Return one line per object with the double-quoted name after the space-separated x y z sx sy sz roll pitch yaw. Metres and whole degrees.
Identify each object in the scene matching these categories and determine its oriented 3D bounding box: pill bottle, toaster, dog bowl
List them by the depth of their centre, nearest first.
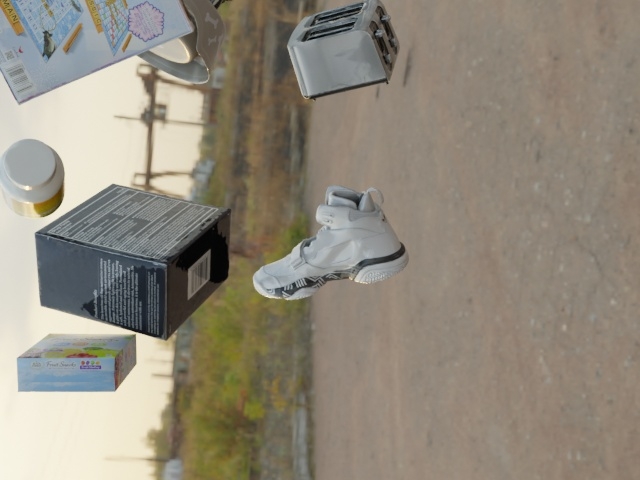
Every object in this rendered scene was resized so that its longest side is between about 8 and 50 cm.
0.037 -0.331 1.570 0.168 0.185 0.110 -69 -36 -55 "toaster"
-0.529 -0.116 1.653 0.208 0.117 0.118 142 134 -71 "pill bottle"
-0.342 -0.462 1.806 0.102 0.348 0.349 -57 2 -11 "dog bowl"

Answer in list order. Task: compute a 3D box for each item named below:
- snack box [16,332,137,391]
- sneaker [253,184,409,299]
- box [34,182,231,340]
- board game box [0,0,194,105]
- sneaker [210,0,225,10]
-0.442 0.222 1.659 0.207 0.174 0.070 -114 24 -85 "snack box"
0.000 0.000 2.015 0.137 0.365 0.210 -64 -41 -62 "sneaker"
-0.377 0.034 1.860 0.296 0.294 0.183 -48 -32 -59 "box"
-0.410 -0.425 1.442 0.066 0.318 0.319 -104 -8 -69 "board game box"
-0.187 -0.509 1.814 0.178 0.072 0.077 -63 -38 -27 "sneaker"
